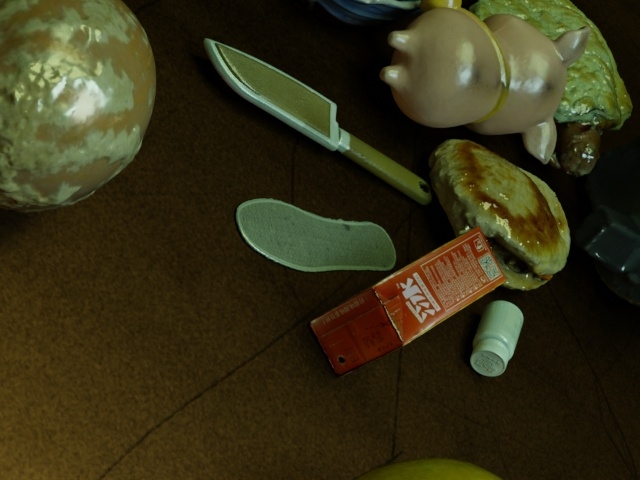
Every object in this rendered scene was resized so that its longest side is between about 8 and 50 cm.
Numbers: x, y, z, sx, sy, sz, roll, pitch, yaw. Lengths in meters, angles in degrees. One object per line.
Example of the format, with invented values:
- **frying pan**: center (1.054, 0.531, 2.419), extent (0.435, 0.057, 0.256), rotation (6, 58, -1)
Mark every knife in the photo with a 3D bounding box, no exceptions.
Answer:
- **knife**: center (0.002, -0.127, 1.681), extent (0.343, 0.027, 0.061), rotation (29, 49, -36)

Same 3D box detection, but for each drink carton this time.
- **drink carton**: center (0.096, 0.061, 1.605), extent (0.223, 0.096, 0.071), rotation (-25, 86, -51)

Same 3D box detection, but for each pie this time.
- **pie**: center (0.214, -0.036, 1.798), extent (0.205, 0.084, 0.179), rotation (27, 41, -38)
- **pie**: center (0.297, -0.227, 2.003), extent (0.257, 0.105, 0.274), rotation (46, 39, -1)

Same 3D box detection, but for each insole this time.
- **insole**: center (0.000, 0.000, 1.617), extent (0.232, 0.003, 0.080), rotation (9, 60, -43)

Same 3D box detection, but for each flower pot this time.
- **flower pot**: center (0.471, -0.027, 1.944), extent (0.282, 0.299, 0.299), rotation (26, 49, -40)

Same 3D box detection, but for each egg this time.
- **egg**: center (-0.236, -0.129, 1.294), extent (0.203, 0.203, 0.245), rotation (51, 35, -10)

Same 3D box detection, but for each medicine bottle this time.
- **medicine bottle**: center (0.195, 0.109, 1.720), extent (0.047, 0.047, 0.083), rotation (44, 42, -17)

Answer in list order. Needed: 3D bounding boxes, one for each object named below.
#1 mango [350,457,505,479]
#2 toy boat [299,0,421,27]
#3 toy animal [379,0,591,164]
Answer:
- **mango**: center (0.066, 0.380, 1.278), extent (0.301, 0.220, 0.445), rotation (50, 43, -15)
- **toy boat**: center (0.092, -0.329, 1.817), extent (0.309, 0.142, 0.129), rotation (-22, 81, -50)
- **toy animal**: center (0.176, -0.199, 1.797), extent (0.248, 0.165, 0.149), rotation (5, 27, -28)
